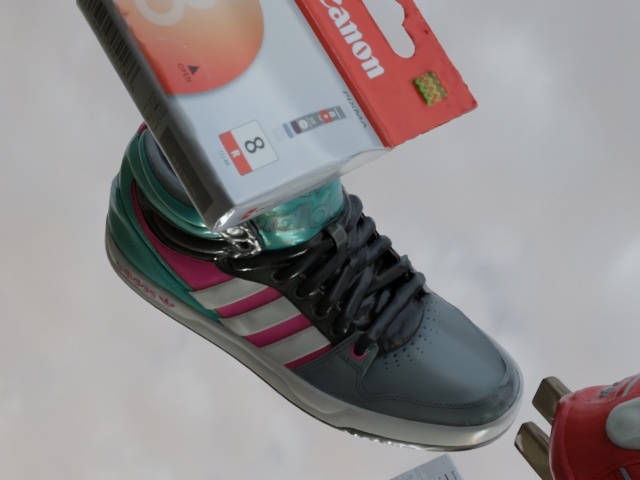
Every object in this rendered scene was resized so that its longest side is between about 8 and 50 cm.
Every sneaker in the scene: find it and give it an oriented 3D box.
[{"bbox_3d":[0.162,0.105,0.633,0.279,0.118,0.107,45,40,-57],"label":"sneaker"},{"bbox_3d":[0.000,0.000,0.902,0.295,0.124,0.178,27,-35,13],"label":"sneaker"}]

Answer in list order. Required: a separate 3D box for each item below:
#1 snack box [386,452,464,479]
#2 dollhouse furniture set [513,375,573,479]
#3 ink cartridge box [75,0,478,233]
[{"bbox_3d":[0.088,0.210,1.090,0.178,0.064,0.022,-120,-174,-71],"label":"snack box"},{"bbox_3d":[0.231,0.024,0.841,0.135,0.262,0.259,49,-17,19],"label":"dollhouse furniture set"},{"bbox_3d":[-0.013,-0.102,0.776,0.145,0.179,0.045,59,-25,9],"label":"ink cartridge box"}]
